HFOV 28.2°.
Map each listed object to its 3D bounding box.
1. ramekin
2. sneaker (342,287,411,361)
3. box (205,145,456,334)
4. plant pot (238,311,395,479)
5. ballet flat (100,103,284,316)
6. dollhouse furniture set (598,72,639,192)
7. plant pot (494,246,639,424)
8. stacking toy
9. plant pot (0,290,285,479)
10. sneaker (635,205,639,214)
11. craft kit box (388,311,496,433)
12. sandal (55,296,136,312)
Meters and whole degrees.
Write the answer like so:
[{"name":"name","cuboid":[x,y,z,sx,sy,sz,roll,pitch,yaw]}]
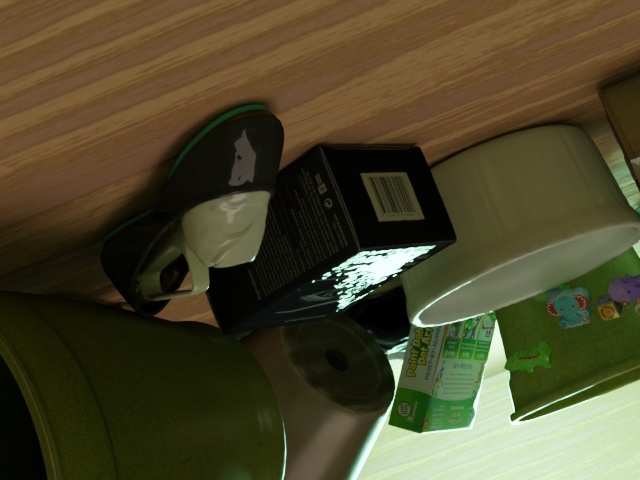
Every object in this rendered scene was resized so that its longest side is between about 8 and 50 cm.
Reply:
[{"name":"ramekin","cuboid":[0.205,-0.017,1.411,0.277,0.135,0.277,-19,165,-5]},{"name":"sneaker","cuboid":[0.154,0.117,1.904,0.283,0.107,0.124,-14,158,-27]},{"name":"box","cuboid":[0.000,0.000,1.240,0.207,0.108,0.153,-32,162,38]},{"name":"plant pot","cuboid":[-0.047,0.248,1.772,0.323,0.323,0.280,-4,142,-49]},{"name":"ballet flat","cuboid":[-0.099,-0.011,1.086,0.095,0.096,0.280,-10,162,-35]},{"name":"dollhouse furniture set","cuboid":[0.409,-0.083,1.323,0.161,0.212,0.242,-24,140,13]},{"name":"plant pot","cuboid":[0.336,0.078,1.703,0.276,0.253,0.276,-20,166,-5]},{"name":"stacking toy","cuboid":[0.324,0.068,1.482,0.221,0.052,0.167,-20,-160,30]},{"name":"plant pot","cuboid":[-0.226,0.206,1.162,0.366,0.366,0.353,-31,163,34]},{"name":"sneaker","cuboid":[0.586,-0.044,1.874,0.122,0.110,0.283,26,144,-33]},{"name":"craft kit box","cuboid":[0.186,0.145,1.798,0.061,0.246,0.250,10,177,24]},{"name":"sandal","cuboid":[-0.257,0.113,1.351,0.088,0.079,0.240,-27,164,24]}]
